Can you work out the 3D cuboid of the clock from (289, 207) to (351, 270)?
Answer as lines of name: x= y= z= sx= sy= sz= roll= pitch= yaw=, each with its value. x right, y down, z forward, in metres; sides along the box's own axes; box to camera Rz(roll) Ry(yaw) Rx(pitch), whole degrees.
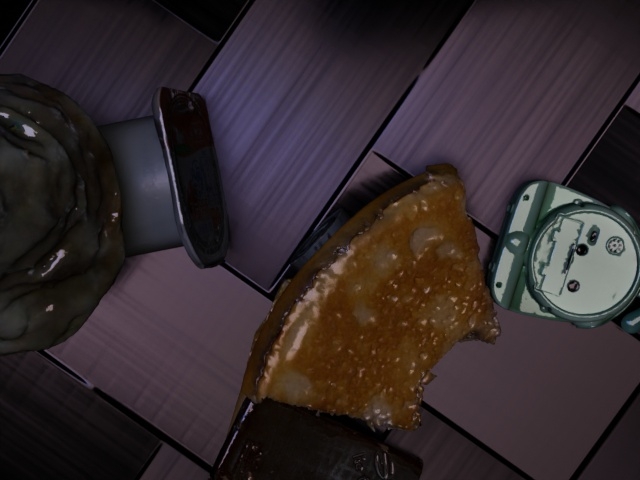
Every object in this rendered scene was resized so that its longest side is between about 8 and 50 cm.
clock: x=0.000 y=0.000 z=1.298 sx=0.017 sy=0.085 sz=0.085 roll=44 pitch=93 yaw=-7

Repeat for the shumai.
shumai: x=-0.344 y=-0.013 z=1.061 sx=0.309 sy=0.263 sz=0.304 roll=-30 pitch=94 yaw=6

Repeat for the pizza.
pizza: x=0.067 y=0.079 z=1.271 sx=0.323 sy=0.089 sz=0.223 roll=-48 pitch=115 yaw=-8

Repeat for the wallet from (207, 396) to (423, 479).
wallet: x=0.000 y=0.251 z=1.285 sx=0.232 sy=0.031 sz=0.122 roll=29 pitch=84 yaw=-25

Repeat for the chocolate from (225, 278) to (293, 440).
chocolate: x=-0.046 y=0.149 z=1.314 sx=0.085 sy=0.085 sz=0.219 roll=16 pitch=89 yaw=1

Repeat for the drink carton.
drink carton: x=-0.211 y=-0.049 z=1.258 sx=0.189 sy=0.185 sz=0.191 roll=-11 pitch=94 yaw=5

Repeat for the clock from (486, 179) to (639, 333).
clock: x=0.284 y=0.021 z=1.300 sx=0.188 sy=0.060 sz=0.148 roll=15 pitch=92 yaw=0
